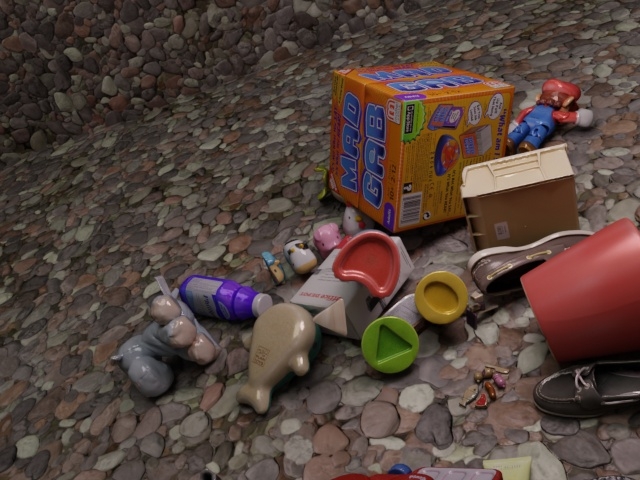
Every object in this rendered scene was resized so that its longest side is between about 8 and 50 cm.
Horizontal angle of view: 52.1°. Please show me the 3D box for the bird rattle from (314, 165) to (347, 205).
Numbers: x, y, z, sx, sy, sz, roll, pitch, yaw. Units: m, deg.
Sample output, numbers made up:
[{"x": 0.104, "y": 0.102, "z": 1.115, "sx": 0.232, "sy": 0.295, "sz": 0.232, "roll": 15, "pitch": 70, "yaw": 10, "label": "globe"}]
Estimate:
[{"x": 0.110, "y": -0.192, "z": 2.137, "sx": 0.254, "sy": 0.143, "sz": 0.207, "roll": -21, "pitch": 45, "yaw": -20, "label": "bird rattle"}]

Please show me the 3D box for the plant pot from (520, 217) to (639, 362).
[{"x": 0.563, "y": 0.120, "z": 1.345, "sx": 0.243, "sy": 0.275, "sz": 0.275, "roll": -23, "pitch": 34, "yaw": 17, "label": "plant pot"}]

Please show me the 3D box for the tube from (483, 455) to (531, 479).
[{"x": 0.329, "y": 0.485, "z": 1.154, "sx": 0.070, "sy": 0.062, "sz": 0.240, "roll": 21, "pitch": 38, "yaw": 0, "label": "tube"}]

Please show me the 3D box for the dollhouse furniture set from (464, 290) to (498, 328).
[{"x": 0.370, "y": 0.137, "z": 1.575, "sx": 0.081, "sy": 0.091, "sz": 0.114, "roll": -18, "pitch": 30, "yaw": -21, "label": "dollhouse furniture set"}]

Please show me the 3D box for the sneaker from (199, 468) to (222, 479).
[{"x": -0.209, "y": 0.550, "z": 1.292, "sx": 0.086, "sy": 0.132, "sz": 0.228, "roll": -27, "pitch": 35, "yaw": -6, "label": "sneaker"}]

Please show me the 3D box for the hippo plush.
[{"x": -0.431, "y": 0.263, "z": 1.691, "sx": 0.236, "sy": 0.234, "sz": 0.294, "roll": -41, "pitch": 64, "yaw": -5, "label": "hippo plush"}]

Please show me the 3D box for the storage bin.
[{"x": 0.494, "y": -0.069, "z": 1.609, "sx": 0.260, "sy": 0.262, "sz": 0.123, "roll": -12, "pitch": 39, "yaw": 15, "label": "storage bin"}]

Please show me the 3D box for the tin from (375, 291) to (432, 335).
[{"x": 0.206, "y": 0.197, "z": 1.613, "sx": 0.190, "sy": 0.040, "sz": 0.106, "roll": -38, "pitch": 34, "yaw": -20, "label": "tin"}]

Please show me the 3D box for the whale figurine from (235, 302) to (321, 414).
[{"x": -0.098, "y": 0.291, "z": 1.600, "sx": 0.216, "sy": 0.141, "sz": 0.272, "roll": 14, "pitch": 73, "yaw": 40, "label": "whale figurine"}]

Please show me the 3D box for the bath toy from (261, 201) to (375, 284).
[{"x": 0.000, "y": 0.000, "z": 1.900, "sx": 0.348, "sy": 0.129, "sz": 0.151, "roll": -29, "pitch": 36, "yaw": -11, "label": "bath toy"}]

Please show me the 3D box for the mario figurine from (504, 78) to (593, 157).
[{"x": 0.703, "y": -0.354, "z": 2.025, "sx": 0.198, "sy": 0.170, "sz": 0.320, "roll": 39, "pitch": 74, "yaw": 12, "label": "mario figurine"}]

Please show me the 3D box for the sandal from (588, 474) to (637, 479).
[{"x": 0.390, "y": 0.569, "z": 0.990, "sx": 0.168, "sy": 0.107, "sz": 0.445, "roll": 13, "pitch": 61, "yaw": 38, "label": "sandal"}]

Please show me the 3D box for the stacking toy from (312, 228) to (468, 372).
[{"x": 0.152, "y": 0.138, "z": 1.538, "sx": 0.279, "sy": 0.309, "sz": 0.130, "roll": -56, "pitch": 0, "yaw": 3, "label": "stacking toy"}]

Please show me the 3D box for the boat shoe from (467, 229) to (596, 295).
[{"x": 0.518, "y": 0.058, "z": 1.543, "sx": 0.324, "sy": 0.116, "sz": 0.096, "roll": -10, "pitch": 42, "yaw": -2, "label": "boat shoe"}]

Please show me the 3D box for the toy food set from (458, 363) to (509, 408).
[{"x": 0.353, "y": 0.310, "z": 1.397, "sx": 0.078, "sy": 0.019, "sz": 0.122, "roll": 10, "pitch": 47, "yaw": 37, "label": "toy food set"}]

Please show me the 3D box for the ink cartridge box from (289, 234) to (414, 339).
[{"x": 0.083, "y": 0.115, "z": 1.692, "sx": 0.197, "sy": 0.114, "sz": 0.273, "roll": 2, "pitch": 40, "yaw": 47, "label": "ink cartridge box"}]

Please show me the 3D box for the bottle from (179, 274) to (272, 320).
[{"x": -0.264, "y": 0.166, "z": 1.835, "sx": 0.283, "sy": 0.118, "sz": 0.092, "roll": 6, "pitch": 42, "yaw": 33, "label": "bottle"}]

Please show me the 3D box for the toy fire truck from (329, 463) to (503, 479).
[{"x": 0.149, "y": 0.477, "z": 1.162, "sx": 0.302, "sy": 0.169, "sz": 0.254, "roll": -14, "pitch": 2, "yaw": 36, "label": "toy fire truck"}]

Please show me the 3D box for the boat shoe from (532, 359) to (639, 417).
[{"x": 0.579, "y": 0.270, "z": 1.262, "sx": 0.335, "sy": 0.095, "sz": 0.112, "roll": -7, "pitch": 38, "yaw": 21, "label": "boat shoe"}]

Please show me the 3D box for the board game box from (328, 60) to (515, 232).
[{"x": 0.265, "y": -0.279, "z": 1.834, "sx": 0.356, "sy": 0.356, "sz": 0.356, "roll": -12, "pitch": 29, "yaw": -25, "label": "board game box"}]
